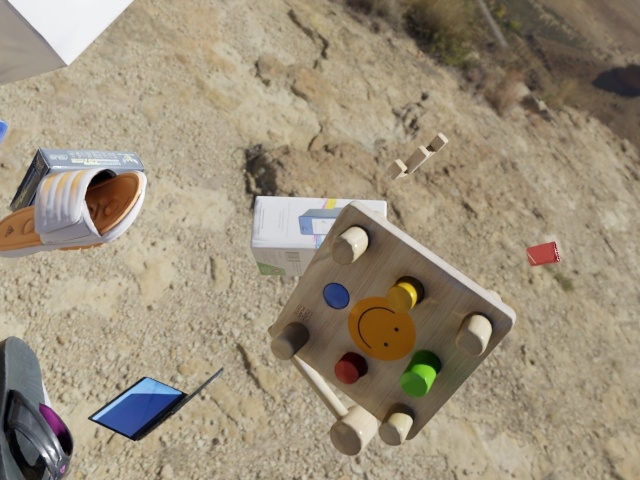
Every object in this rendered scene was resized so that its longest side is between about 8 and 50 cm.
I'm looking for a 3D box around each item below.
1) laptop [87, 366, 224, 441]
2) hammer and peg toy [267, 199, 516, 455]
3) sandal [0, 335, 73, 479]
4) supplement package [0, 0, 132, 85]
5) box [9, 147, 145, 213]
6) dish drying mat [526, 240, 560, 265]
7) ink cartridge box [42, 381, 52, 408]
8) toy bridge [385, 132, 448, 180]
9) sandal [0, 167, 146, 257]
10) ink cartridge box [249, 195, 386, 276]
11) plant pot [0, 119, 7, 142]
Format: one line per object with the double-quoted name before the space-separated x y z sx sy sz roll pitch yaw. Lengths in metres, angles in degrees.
"laptop" -0.432 0.406 1.546 0.136 0.264 0.234 50 29 2
"hammer and peg toy" 0.052 0.150 0.800 0.266 0.361 0.127 37 31 9
"sandal" -0.586 0.374 1.188 0.107 0.167 0.445 -26 57 -3
"supplement package" -0.339 -0.281 0.603 0.175 0.293 0.177 52 56 -37
"box" -0.531 -0.119 1.280 0.233 0.183 0.059 -9 58 -54
"dish drying mat" 0.343 0.022 0.900 0.008 0.083 0.032 -9 84 -8
"ink cartridge box" -0.740 0.379 1.443 0.097 0.046 0.206 -16 100 -12
"toy bridge" 0.181 -0.154 1.115 0.026 0.063 0.188 49 45 7
"sandal" -0.352 -0.037 0.758 0.076 0.266 0.101 50 31 -52
"ink cartridge box" 0.000 0.000 0.972 0.213 0.154 0.093 3 69 3
"plant pot" -0.898 -0.200 1.351 0.236 0.236 0.211 24 70 -31
